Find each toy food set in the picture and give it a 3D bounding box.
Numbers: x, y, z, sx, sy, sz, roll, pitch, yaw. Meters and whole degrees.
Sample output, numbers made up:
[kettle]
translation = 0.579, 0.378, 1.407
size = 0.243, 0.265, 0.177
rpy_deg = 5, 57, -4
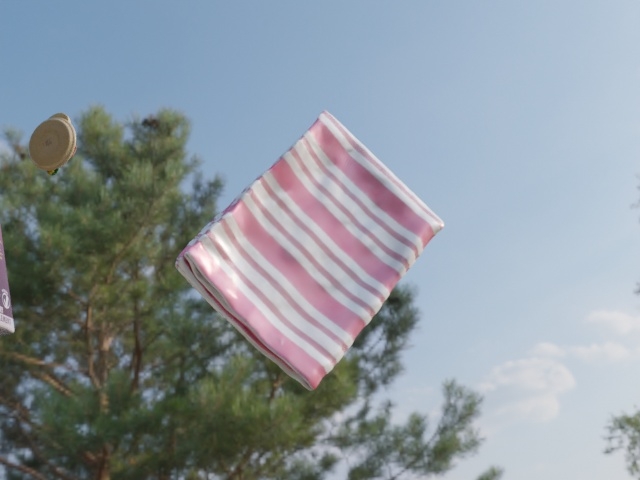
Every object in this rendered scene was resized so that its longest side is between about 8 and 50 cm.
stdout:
[toy food set]
translation = -0.386, -0.138, 1.121
size = 0.082, 0.083, 0.020
rpy_deg = -39, -21, 7

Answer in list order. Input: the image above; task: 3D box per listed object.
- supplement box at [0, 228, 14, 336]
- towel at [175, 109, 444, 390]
[supplement box]
translation = -0.328, -0.040, 0.647
size = 0.073, 0.239, 0.130
rpy_deg = -15, -17, -1
[towel]
translation = 0.000, 0.000, 0.610
size = 0.144, 0.197, 0.029
rpy_deg = 43, -29, -3
